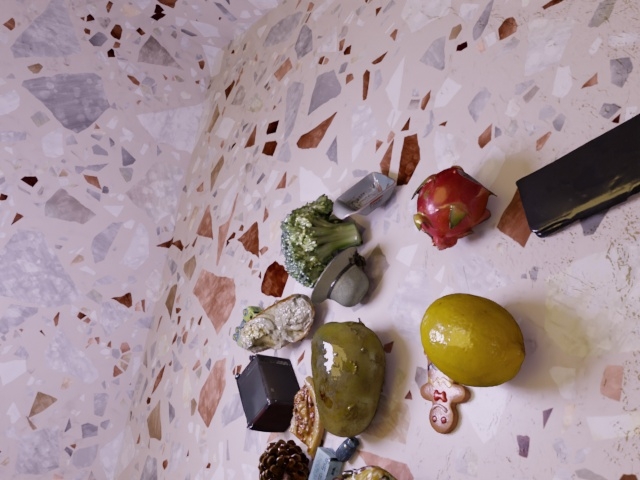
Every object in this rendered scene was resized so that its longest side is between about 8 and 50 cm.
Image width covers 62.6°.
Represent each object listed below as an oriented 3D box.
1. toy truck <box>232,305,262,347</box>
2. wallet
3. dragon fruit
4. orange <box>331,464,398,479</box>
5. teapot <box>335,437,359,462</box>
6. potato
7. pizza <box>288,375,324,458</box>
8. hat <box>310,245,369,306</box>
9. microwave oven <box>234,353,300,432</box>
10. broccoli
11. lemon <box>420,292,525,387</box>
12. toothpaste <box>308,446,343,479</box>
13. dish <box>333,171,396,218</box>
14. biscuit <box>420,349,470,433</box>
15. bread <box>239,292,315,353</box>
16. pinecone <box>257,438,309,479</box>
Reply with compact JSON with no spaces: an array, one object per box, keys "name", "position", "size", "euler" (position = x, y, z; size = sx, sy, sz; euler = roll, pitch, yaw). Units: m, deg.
[{"name":"toy truck","position":[-0.303,0.392,2.305],"size":[0.116,0.085,0.191],"euler":[35,106,44]},{"name":"wallet","position":[0.669,-0.157,1.296],"size":[0.377,0.051,0.197],"euler":[-34,46,39]},{"name":"dragon fruit","position":[0.377,-0.099,1.534],"size":[0.227,0.224,0.224],"euler":[-52,39,28]},{"name":"orange","position":[0.124,0.786,1.432],"size":[0.369,0.210,0.271],"euler":[-39,23,35]},{"name":"teapot","position":[0.089,0.668,1.691],"size":[0.049,0.063,0.083],"euler":[40,102,19]},{"name":"potato","position":[0.088,0.430,1.658],"size":[0.270,0.219,0.359],"euler":[-33,56,53]},{"name":"pizza","position":[-0.044,0.616,1.848],"size":[0.134,0.056,0.271],"euler":[2,76,21]},{"name":"hat","position":[0.094,0.157,1.824],"size":[0.130,0.257,0.257],"euler":[37,107,19]},{"name":"microwave oven","position":[-0.199,0.584,1.997],"size":[0.188,0.178,0.247],"euler":[-50,39,22]},{"name":"broccoli","position":[-0.020,-0.005,1.958],"size":[0.338,0.317,0.277],"euler":[19,131,69]},{"name":"lemon","position":[0.380,0.251,1.336],"size":[0.236,0.236,0.263],"euler":[-60,20,15]},{"name":"toothpaste","position":[-0.011,0.842,1.715],"size":[0.089,0.071,0.313],"euler":[11,83,57]},{"name":"dish","position":[0.156,-0.145,1.891],"size":[0.234,0.064,0.154],"euler":[-36,35,-11]},{"name":"biscuit","position":[0.343,0.411,1.475],"size":[0.165,0.036,0.250],"euler":[-14,64,51]},{"name":"bread","position":[-0.154,0.321,2.043],"size":[0.314,0.171,0.192],"euler":[-30,4,7]},{"name":"pinecone","position":[-0.125,0.782,1.774],"size":[0.168,0.185,0.212],"euler":[-35,6,4]}]
